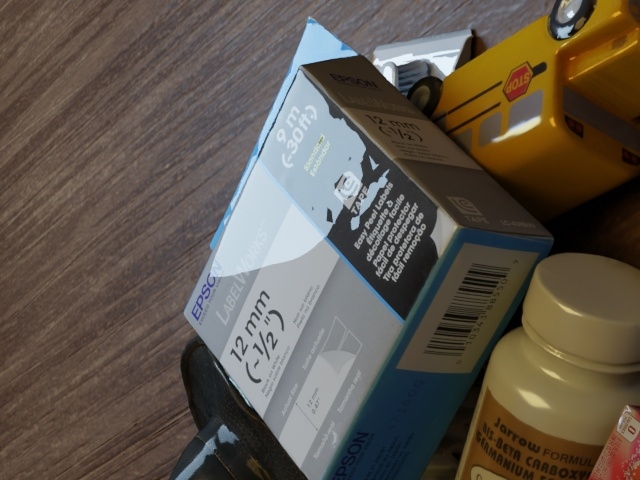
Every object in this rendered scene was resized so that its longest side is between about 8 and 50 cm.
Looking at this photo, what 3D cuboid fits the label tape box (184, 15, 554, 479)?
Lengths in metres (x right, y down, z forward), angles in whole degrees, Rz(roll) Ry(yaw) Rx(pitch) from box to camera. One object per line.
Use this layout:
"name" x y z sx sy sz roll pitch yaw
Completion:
"label tape box" 0.000 0.000 1.405 0.347 0.115 0.249 47 121 40

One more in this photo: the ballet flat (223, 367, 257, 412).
"ballet flat" -0.085 0.176 1.720 0.188 0.070 0.070 47 118 46

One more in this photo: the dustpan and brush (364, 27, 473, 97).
"dustpan and brush" 0.064 -0.090 1.595 0.147 0.060 0.211 -3 79 51

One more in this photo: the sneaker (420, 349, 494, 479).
"sneaker" 0.090 0.175 1.470 0.110 0.118 0.292 5 66 10

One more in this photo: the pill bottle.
"pill bottle" 0.181 0.132 1.299 0.131 0.131 0.229 46 132 46

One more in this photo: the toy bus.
"toy bus" 0.157 -0.084 1.414 0.333 0.108 0.130 -29 44 45

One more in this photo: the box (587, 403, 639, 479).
"box" 0.242 0.258 1.239 0.128 0.123 0.257 41 114 47

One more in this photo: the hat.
"hat" -0.085 0.250 1.510 0.331 0.134 0.331 54 164 24
